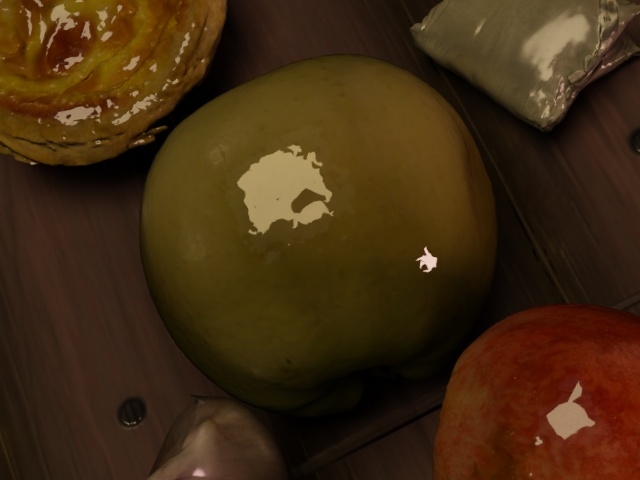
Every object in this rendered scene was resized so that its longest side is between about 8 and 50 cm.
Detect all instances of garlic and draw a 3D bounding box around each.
[{"bbox_3d":[-0.109,0.243,1.252,0.237,0.292,0.210,-18,62,-36],"label":"garlic"}]

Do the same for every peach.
[{"bbox_3d":[0.206,0.160,1.146,0.257,0.232,0.232,10,69,14],"label":"peach"}]

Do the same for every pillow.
[{"bbox_3d":[0.173,-0.184,1.440,0.134,0.078,0.181,-48,57,-7],"label":"pillow"}]

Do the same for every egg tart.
[{"bbox_3d":[-0.209,-0.191,1.565,0.295,0.116,0.294,-7,64,15],"label":"egg tart"}]

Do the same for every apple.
[{"bbox_3d":[0.000,0.000,1.316,0.292,0.292,0.254,-24,68,8],"label":"apple"}]
